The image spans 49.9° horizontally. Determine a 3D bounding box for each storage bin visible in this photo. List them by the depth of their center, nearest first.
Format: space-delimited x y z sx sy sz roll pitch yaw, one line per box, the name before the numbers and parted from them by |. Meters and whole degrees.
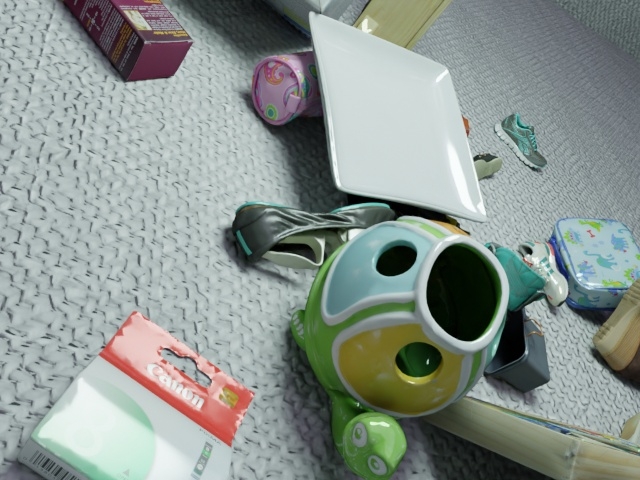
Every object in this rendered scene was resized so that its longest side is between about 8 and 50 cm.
storage bin | 0.335 0.178 1.143 0.091 0.098 0.135 40 35 -22

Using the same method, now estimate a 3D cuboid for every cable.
cable | 0.133 -0.058 1.242 0.287 0.072 0.139 37 52 12

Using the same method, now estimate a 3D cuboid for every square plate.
square plate | 0.129 -0.202 1.200 0.347 0.049 0.344 10 61 -36

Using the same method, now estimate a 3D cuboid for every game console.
game console | 0.106 -0.094 1.209 0.071 0.107 0.122 53 29 -53

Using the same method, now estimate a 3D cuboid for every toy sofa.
toy sofa | 0.226 -0.577 1.565 0.150 0.362 0.177 35 42 -9

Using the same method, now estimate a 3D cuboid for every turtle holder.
turtle holder | 0.093 0.107 0.849 0.320 0.227 0.243 -32 89 -31

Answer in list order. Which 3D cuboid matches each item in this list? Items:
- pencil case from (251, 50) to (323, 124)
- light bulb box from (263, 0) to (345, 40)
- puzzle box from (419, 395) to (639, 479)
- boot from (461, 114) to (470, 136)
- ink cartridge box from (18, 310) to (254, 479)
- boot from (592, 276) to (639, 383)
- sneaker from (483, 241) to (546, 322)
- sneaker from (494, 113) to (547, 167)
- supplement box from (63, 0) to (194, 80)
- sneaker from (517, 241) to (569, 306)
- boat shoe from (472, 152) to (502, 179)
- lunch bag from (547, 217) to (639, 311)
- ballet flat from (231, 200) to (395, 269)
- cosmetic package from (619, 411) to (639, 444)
pencil case | -0.001 -0.285 1.264 0.124 0.124 0.284 52 36 12
light bulb box | -0.071 -0.594 1.299 0.358 0.225 0.361 39 5 -5
puzzle box | 0.373 0.291 0.939 0.408 0.272 0.052 20 82 -28
boot | 0.313 -0.257 1.583 0.084 0.059 0.158 36 35 -17
ink cartridge box | -0.165 0.179 0.707 0.181 0.056 0.225 37 38 -8
boot | 0.676 0.176 1.338 0.206 0.248 0.090 37 13 -12
sneaker | 0.259 0.103 1.067 0.123 0.178 0.295 39 37 -4
sneaker | 0.525 -0.256 1.759 0.166 0.076 0.065 45 37 3
supplement box | -0.304 -0.347 1.079 0.188 0.081 0.104 51 37 12
sneaker | 0.443 0.065 1.391 0.075 0.057 0.161 9 47 -14
boat shoe | 0.357 -0.167 1.546 0.133 0.049 0.042 -18 39 -43
lunch bag | 0.584 0.048 1.459 0.176 0.090 0.219 1 44 -4
ballet flat | 0.000 0.000 1.016 0.280 0.095 0.096 -2 64 -31
cosmetic package | 0.562 0.357 1.209 0.060 0.041 0.115 50 37 11
